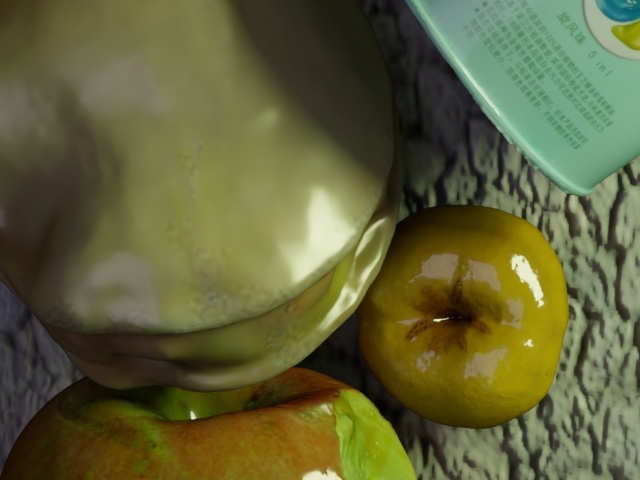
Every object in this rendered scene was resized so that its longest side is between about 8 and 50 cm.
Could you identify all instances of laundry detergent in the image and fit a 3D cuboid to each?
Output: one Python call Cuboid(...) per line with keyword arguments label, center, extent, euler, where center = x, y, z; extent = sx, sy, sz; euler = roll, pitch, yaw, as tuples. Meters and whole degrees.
Cuboid(label="laundry detergent", center=(0.227, -0.230, 1.199), extent=(0.305, 0.287, 0.287), euler=(-36, 80, 18))

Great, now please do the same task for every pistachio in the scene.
Cuboid(label="pistachio", center=(-0.125, -0.091, 1.306), extent=(0.365, 0.281, 0.445), euler=(-14, 59, -4))

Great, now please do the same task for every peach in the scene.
Cuboid(label="peach", center=(0.108, 0.060, 1.350), extent=(0.179, 0.103, 0.179), euler=(0, 91, 16))

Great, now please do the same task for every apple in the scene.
Cuboid(label="apple", center=(-0.086, 0.249, 1.312), extent=(0.339, 0.339, 0.340), euler=(1, 92, 20))
